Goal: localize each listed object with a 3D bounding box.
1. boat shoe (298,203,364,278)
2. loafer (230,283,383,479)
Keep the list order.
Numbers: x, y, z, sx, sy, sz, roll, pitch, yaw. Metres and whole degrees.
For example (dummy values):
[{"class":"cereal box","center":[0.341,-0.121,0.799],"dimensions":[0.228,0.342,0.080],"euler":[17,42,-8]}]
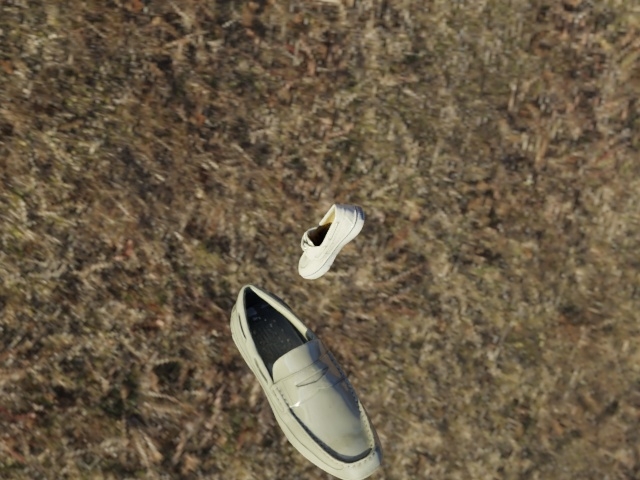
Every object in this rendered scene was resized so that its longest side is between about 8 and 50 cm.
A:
[{"class":"boat shoe","center":[0.000,0.000,0.886],"dimensions":[0.035,0.100,0.035],"euler":[13,52,-27]},{"class":"loafer","center":[-0.028,0.187,1.342],"dimensions":[0.112,0.319,0.111],"euler":[-30,145,-20]}]
